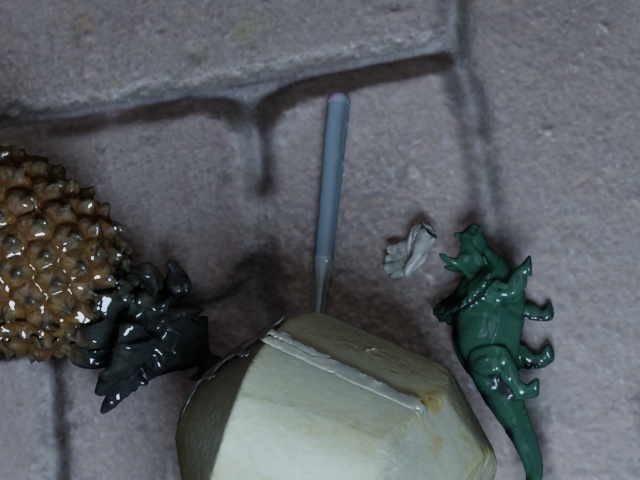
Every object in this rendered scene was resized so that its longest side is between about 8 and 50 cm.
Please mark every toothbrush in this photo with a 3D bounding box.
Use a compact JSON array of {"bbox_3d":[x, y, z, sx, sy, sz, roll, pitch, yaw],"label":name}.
[{"bbox_3d":[0.002,0.000,2.026,0.030,0.025,0.342,5,74,13],"label":"toothbrush"}]

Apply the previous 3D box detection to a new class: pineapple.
[{"bbox_3d":[-0.257,0.060,1.970,0.357,0.223,0.223,31,80,6],"label":"pineapple"}]

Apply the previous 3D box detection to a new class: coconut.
[{"bbox_3d":[0.004,0.223,1.822,0.323,0.323,0.323,-3,72,8],"label":"coconut"}]

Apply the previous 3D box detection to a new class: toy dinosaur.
[{"bbox_3d":[0.202,0.115,1.932,0.120,0.079,0.292,-27,68,6],"label":"toy dinosaur"}]

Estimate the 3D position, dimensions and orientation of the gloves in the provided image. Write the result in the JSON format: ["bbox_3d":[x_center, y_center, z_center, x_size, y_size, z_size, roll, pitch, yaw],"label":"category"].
[{"bbox_3d":[0.101,0.010,1.998,0.081,0.037,0.044,-37,34,12],"label":"gloves"}]
